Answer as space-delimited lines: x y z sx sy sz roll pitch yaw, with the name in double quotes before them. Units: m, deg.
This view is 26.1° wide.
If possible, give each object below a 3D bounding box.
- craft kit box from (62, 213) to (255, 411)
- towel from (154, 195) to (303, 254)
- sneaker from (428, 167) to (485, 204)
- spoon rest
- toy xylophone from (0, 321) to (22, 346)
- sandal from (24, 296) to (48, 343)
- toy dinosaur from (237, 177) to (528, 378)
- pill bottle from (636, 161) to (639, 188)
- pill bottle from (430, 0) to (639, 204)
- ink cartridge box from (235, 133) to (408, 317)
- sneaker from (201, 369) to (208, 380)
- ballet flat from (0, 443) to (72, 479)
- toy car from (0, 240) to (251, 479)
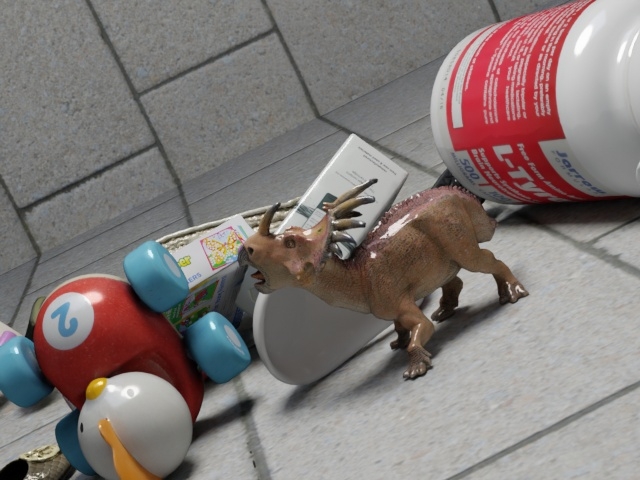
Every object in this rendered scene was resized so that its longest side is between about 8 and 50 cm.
"craft kit box" -0.194 0.100 1.657 0.246 0.061 0.250 -35 -16 -25
"towel" -0.084 0.018 1.790 0.282 0.049 0.187 -16 -24 -11
"sneaker" 0.136 -0.011 1.734 0.234 0.084 0.097 -38 -13 -41
"spoon rest" 0.028 0.066 1.478 0.084 0.137 0.276 5 16 37
"toy xylophone" -0.593 0.227 2.064 0.322 0.081 0.236 -21 32 47
"sandal" -0.395 0.166 2.025 0.086 0.120 0.303 16 7 -14
"toy dinosaur" 0.086 0.005 1.387 0.295 0.200 0.127 -32 13 -28
"pill bottle" 0.408 -0.139 1.277 0.265 0.153 0.153 -56 21 -17
"pill bottle" 0.314 -0.158 1.546 0.229 0.229 0.407 -31 12 -22
"ink cartridge box" 0.000 0.000 1.619 0.208 0.087 0.153 -52 -5 -24
"sneaker" -0.114 0.129 1.668 0.067 0.042 0.118 -23 18 29
"ballet flat" -0.372 0.285 1.489 0.250 0.058 0.084 -34 14 -34
"toy car" -0.200 0.158 1.384 0.219 0.210 0.238 -35 23 7
